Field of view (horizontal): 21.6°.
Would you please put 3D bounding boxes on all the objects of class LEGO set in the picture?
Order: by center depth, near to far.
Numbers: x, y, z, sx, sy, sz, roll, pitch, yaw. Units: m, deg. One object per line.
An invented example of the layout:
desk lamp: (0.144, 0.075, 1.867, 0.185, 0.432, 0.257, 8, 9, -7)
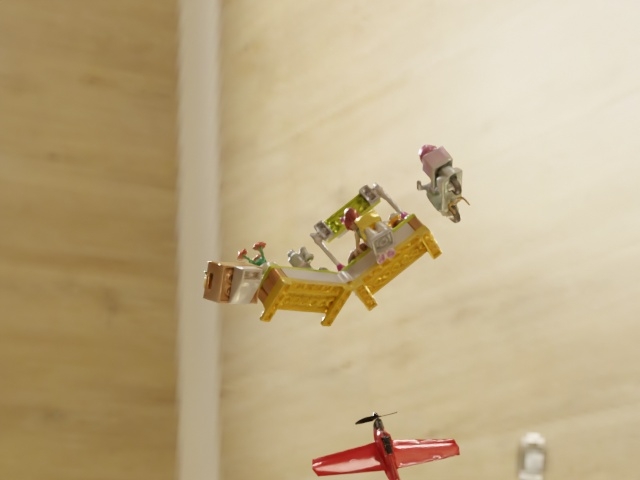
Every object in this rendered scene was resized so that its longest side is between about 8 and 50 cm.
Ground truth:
LEGO set: (0.000, 0.000, 1.603, 0.107, 0.287, 0.132, 49, -26, 36)

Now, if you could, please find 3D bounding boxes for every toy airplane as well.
toy airplane: (0.068, 0.226, 1.628, 0.028, 0.151, 0.151, 93, -18, -47)
